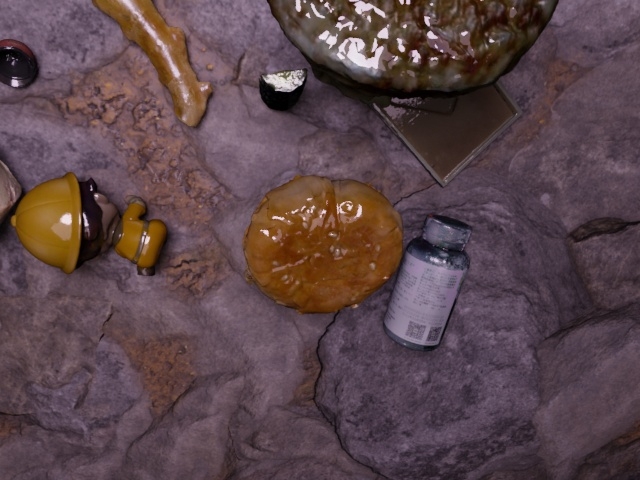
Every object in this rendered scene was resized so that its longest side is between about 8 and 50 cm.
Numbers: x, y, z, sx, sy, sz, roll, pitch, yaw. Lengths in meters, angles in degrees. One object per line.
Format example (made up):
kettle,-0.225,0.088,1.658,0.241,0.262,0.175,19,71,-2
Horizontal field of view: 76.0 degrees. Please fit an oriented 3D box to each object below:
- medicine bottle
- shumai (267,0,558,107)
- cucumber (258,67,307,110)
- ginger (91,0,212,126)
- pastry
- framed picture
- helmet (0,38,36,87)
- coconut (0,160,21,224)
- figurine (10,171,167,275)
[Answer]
medicine bottle,0.244,0.092,0.921,0.142,0.141,0.293,10,109,-11
shumai,0.104,-0.344,0.627,0.396,0.348,0.394,1,85,-7
cucumber,-0.066,-0.257,0.715,0.078,0.211,0.062,-10,109,-6
ginger,-0.294,-0.346,0.733,0.118,0.065,0.298,-24,114,6
pastry,0.000,0.000,0.832,0.316,0.184,0.284,-7,114,-7
framed picture,0.242,-0.293,0.844,0.232,0.024,0.315,-44,110,9
helmet,-0.538,-0.317,0.718,0.065,0.049,0.084,10,141,-43
coconut,-0.662,-0.089,0.695,0.239,0.239,0.244,33,105,-17
figurine,-0.429,-0.023,0.780,0.257,0.167,0.192,12,94,-14
